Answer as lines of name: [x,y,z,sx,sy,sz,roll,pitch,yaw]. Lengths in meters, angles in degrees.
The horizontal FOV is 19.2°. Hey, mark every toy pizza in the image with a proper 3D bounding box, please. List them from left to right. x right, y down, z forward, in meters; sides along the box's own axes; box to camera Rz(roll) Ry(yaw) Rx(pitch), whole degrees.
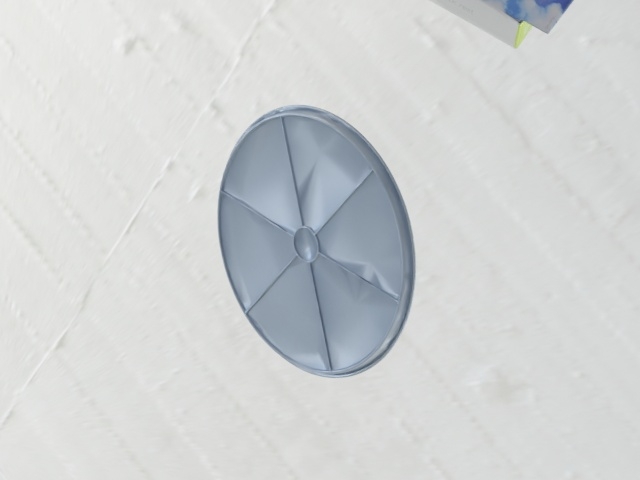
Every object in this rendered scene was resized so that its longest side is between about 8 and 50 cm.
toy pizza: [0.000,0.000,1.376,0.032,0.201,0.201,-15,-94,-43]

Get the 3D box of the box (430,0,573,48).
box: [0.123,-0.225,1.462,0.178,0.042,0.109,32,-115,14]
